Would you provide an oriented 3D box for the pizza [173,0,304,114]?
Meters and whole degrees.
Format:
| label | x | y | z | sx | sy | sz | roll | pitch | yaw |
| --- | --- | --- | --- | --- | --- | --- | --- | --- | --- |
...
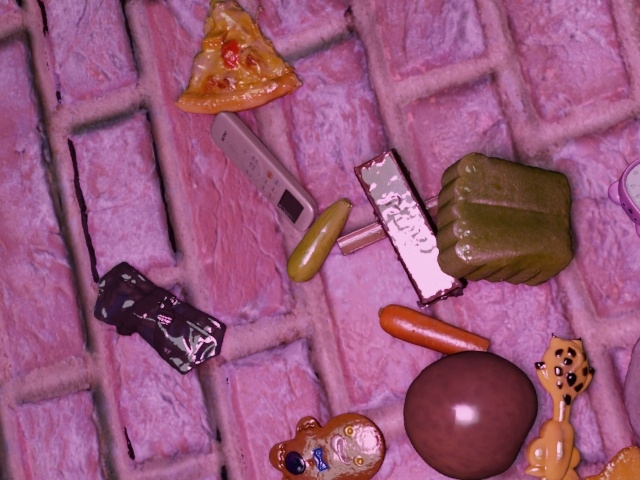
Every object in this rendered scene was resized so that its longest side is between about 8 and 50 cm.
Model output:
| label | x | y | z | sx | sy | sz | roll | pitch | yaw |
| --- | --- | --- | --- | --- | --- | --- | --- | --- | --- |
| pizza | -0.200 | -0.407 | 2.010 | 0.280 | 0.075 | 0.287 | -18 | 79 | 11 |

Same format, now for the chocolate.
| label | x | y | z | sx | sy | sz | roll | pitch | yaw |
| --- | --- | --- | --- | --- | --- | --- | --- | --- | --- |
| chocolate | 0.174 | -0.021 | 1.817 | 0.112 | 0.112 | 0.321 | -27 | 87 | 6 |

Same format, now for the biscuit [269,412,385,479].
| label | x | y | z | sx | sy | sz | roll | pitch | yaw |
| --- | --- | --- | --- | --- | --- | --- | --- | --- | --- |
| biscuit | 0.015 | 0.428 | 1.869 | 0.236 | 0.039 | 0.179 | -24 | 77 | 9 |

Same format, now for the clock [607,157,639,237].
| label | x | y | z | sx | sy | sz | roll | pitch | yaw |
| --- | --- | --- | --- | --- | --- | --- | --- | --- | --- |
| clock | 0.616 | -0.078 | 1.767 | 0.110 | 0.050 | 0.152 | -36 | 76 | 8 |

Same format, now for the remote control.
| label | x | y | z | sx | sy | sz | roll | pitch | yaw |
| --- | --- | --- | --- | --- | --- | --- | --- | --- | --- |
| remote control | -0.117 | -0.145 | 1.959 | 0.309 | 0.038 | 0.090 | 48 | 137 | 14 |

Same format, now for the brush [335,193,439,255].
| label | x | y | z | sx | sy | sz | roll | pitch | yaw |
| --- | --- | --- | --- | --- | --- | --- | --- | --- | --- |
| brush | 0.152 | -0.034 | 1.894 | 0.248 | 0.036 | 0.043 | -25 | 82 | 4 |

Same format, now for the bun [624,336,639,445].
| label | x | y | z | sx | sy | sz | roll | pitch | yaw |
| --- | --- | --- | --- | --- | --- | --- | --- | --- | --- |
| bun | 0.704 | 0.260 | 1.619 | 0.362 | 0.211 | 0.361 | -2 | 76 | 10 |

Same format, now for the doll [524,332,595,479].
| label | x | y | z | sx | sy | sz | roll | pitch | yaw |
| --- | --- | --- | --- | --- | --- | --- | --- | --- | --- |
| doll | 0.442 | 0.319 | 1.744 | 0.117 | 0.086 | 0.291 | 8 | 83 | -2 |

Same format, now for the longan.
| label | x | y | z | sx | sy | sz | roll | pitch | yaw |
| --- | --- | --- | --- | --- | --- | --- | --- | --- | --- |
| longan | 0.277 | 0.317 | 1.721 | 0.248 | 0.248 | 0.248 | -2 | 82 | 14 |

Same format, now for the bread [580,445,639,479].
| label | x | y | z | sx | sy | sz | roll | pitch | yaw |
| --- | --- | --- | --- | --- | --- | --- | --- | --- | --- |
| bread | 0.512 | 0.486 | 1.690 | 0.233 | 0.088 | 0.160 | -36 | 85 | -7 |

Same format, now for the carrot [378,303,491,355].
| label | x | y | z | sx | sy | sz | roll | pitch | yaw |
| --- | --- | --- | --- | --- | --- | --- | --- | --- | --- |
| carrot | 0.215 | 0.179 | 1.831 | 0.225 | 0.067 | 0.067 | 18 | 88 | 14 |

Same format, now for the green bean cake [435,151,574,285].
| label | x | y | z | sx | sy | sz | roll | pitch | yaw |
| --- | --- | --- | --- | --- | --- | --- | --- | --- | --- |
| green bean cake | 0.342 | -0.034 | 1.748 | 0.248 | 0.125 | 0.222 | 8 | 73 | -13 |

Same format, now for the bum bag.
| label | x | y | z | sx | sy | sz | roll | pitch | yaw |
| --- | --- | --- | --- | --- | --- | --- | --- | --- | --- |
| bum bag | -0.342 | 0.166 | 1.976 | 0.310 | 0.074 | 0.137 | 30 | 81 | 16 |

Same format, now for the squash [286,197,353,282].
| label | x | y | z | sx | sy | sz | roll | pitch | yaw |
| --- | --- | --- | --- | --- | --- | --- | --- | --- | --- |
| squash | 0.000 | 0.000 | 1.913 | 0.066 | 0.066 | 0.201 | 36 | 90 | 16 |
